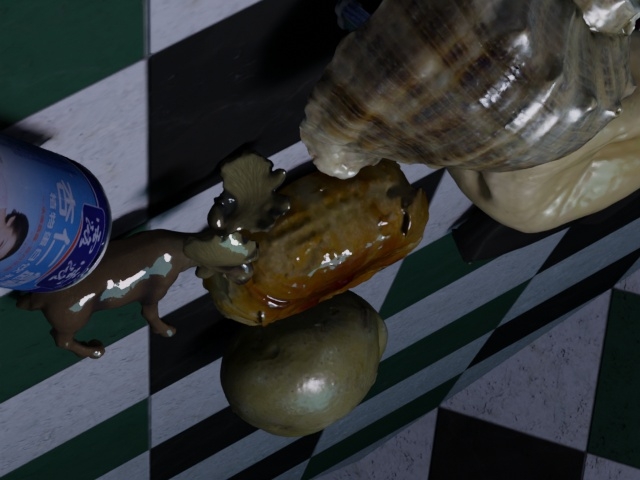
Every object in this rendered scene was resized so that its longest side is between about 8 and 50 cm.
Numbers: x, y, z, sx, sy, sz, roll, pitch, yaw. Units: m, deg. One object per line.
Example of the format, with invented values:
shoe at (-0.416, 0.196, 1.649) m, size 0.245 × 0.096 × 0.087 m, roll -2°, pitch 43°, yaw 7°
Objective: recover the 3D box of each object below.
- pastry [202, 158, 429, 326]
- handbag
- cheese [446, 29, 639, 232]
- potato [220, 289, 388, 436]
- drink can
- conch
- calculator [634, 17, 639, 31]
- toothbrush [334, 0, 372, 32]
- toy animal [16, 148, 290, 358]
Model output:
pastry at (0.000, 0.000, 1.701) m, size 0.229 × 0.100 × 0.218 m, roll -37°, pitch 167°, yaw 32°
handbag at (0.292, -0.067, 2.215) m, size 0.223 × 0.080 × 0.247 m, roll -16°, pitch 164°, yaw -29°
cheese at (0.225, -0.104, 1.707) m, size 0.235 × 0.117 × 0.218 m, roll -33°, pitch 153°, yaw 15°
potato at (-0.016, 0.130, 2.077) m, size 0.178 × 0.160 × 0.235 m, roll 6°, pitch -155°, yaw 29°
drink can at (-0.208, -0.021, 1.118) m, size 0.097 × 0.097 × 0.235 m, roll -33°, pitch 169°, yaw 9°
conch at (0.127, -0.119, 1.297) m, size 0.291 × 0.159 × 0.210 m, roll -45°, pitch 172°, yaw 14°
calculator at (0.257, -0.169, 1.804) m, size 0.190 × 0.034 × 0.126 m, roll -31°, pitch 170°, yaw 7°
toothbrush at (0.040, -0.138, 1.420) m, size 0.030 × 0.030 × 0.304 m, roll -31°, pitch 171°, yaw 2°
toy animal at (-0.129, 0.021, 1.493) m, size 0.214 × 0.094 × 0.186 m, roll -16°, pitch 155°, yaw -24°
